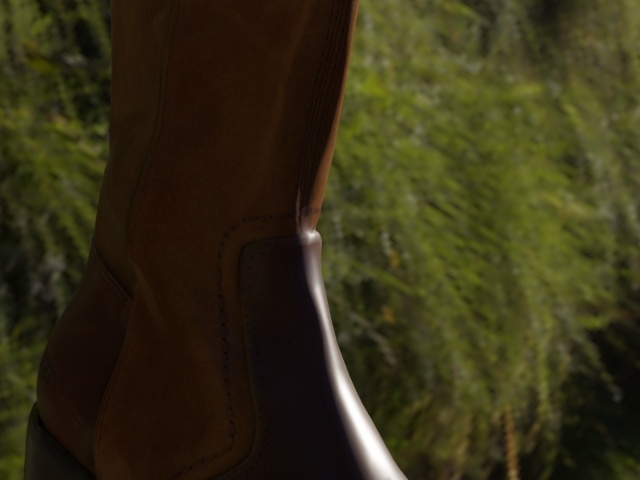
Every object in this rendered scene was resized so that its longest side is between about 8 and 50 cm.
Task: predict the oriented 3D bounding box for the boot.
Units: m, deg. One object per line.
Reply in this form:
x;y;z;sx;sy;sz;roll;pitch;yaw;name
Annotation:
0.000;0.000;0.634;0.096;0.280;0.264;4;10;-35;boot
